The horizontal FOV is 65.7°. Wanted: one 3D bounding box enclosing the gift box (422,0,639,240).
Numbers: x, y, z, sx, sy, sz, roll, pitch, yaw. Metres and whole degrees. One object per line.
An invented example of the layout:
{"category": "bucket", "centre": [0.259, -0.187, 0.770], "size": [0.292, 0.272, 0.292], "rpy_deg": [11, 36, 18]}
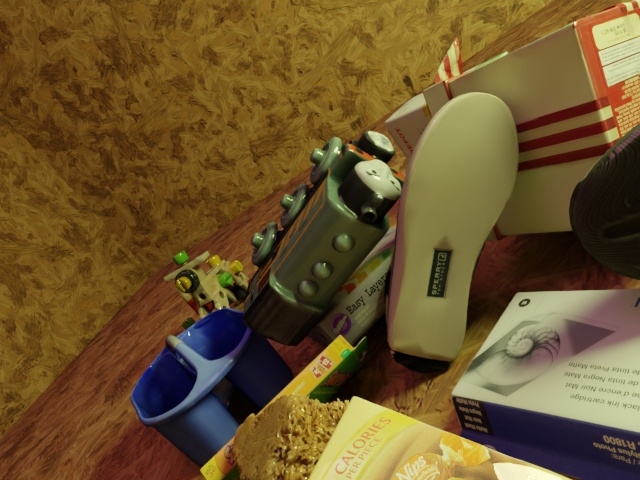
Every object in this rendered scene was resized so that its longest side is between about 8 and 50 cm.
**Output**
{"category": "gift box", "centre": [0.307, -0.167, 0.646], "size": [0.255, 0.276, 0.258], "rpy_deg": [-21, 6, -27]}

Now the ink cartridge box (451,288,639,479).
{"category": "ink cartridge box", "centre": [0.232, 0.132, 0.449], "size": [0.224, 0.045, 0.223], "rpy_deg": [-47, 19, -29]}

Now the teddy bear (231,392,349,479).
{"category": "teddy bear", "centre": [-0.027, 0.308, 0.459], "size": [0.245, 0.113, 0.338], "rpy_deg": [-43, 23, 8]}

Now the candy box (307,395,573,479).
{"category": "candy box", "centre": [0.036, 0.266, 0.282], "size": [0.183, 0.087, 0.316], "rpy_deg": [13, 44, 26]}

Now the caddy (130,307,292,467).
{"category": "caddy", "centre": [-0.208, 0.235, 0.883], "size": [0.241, 0.179, 0.341], "rpy_deg": [-46, 18, -22]}

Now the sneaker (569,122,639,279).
{"category": "sneaker", "centre": [0.434, -0.108, 0.471], "size": [0.448, 0.169, 0.257], "rpy_deg": [-28, 3, 11]}

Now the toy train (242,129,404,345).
{"category": "toy train", "centre": [0.000, 0.000, 0.722], "size": [0.334, 0.142, 0.190], "rpy_deg": [-51, 21, 28]}

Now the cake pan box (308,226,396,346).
{"category": "cake pan box", "centre": [0.069, 0.076, 0.875], "size": [0.246, 0.070, 0.267], "rpy_deg": [-40, 6, -12]}

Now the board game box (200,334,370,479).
{"category": "board game box", "centre": [-0.034, 0.226, 0.667], "size": [0.259, 0.039, 0.124], "rpy_deg": [-39, -26, -12]}

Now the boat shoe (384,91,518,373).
{"category": "boat shoe", "centre": [0.145, -0.016, 0.644], "size": [0.158, 0.127, 0.340], "rpy_deg": [-90, 12, -76]}

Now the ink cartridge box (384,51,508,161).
{"category": "ink cartridge box", "centre": [0.299, -0.230, 1.031], "size": [0.117, 0.201, 0.278], "rpy_deg": [-46, 17, -23]}

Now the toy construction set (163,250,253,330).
{"category": "toy construction set", "centre": [-0.308, 0.119, 1.317], "size": [0.309, 0.237, 0.257], "rpy_deg": [-23, 21, 43]}
